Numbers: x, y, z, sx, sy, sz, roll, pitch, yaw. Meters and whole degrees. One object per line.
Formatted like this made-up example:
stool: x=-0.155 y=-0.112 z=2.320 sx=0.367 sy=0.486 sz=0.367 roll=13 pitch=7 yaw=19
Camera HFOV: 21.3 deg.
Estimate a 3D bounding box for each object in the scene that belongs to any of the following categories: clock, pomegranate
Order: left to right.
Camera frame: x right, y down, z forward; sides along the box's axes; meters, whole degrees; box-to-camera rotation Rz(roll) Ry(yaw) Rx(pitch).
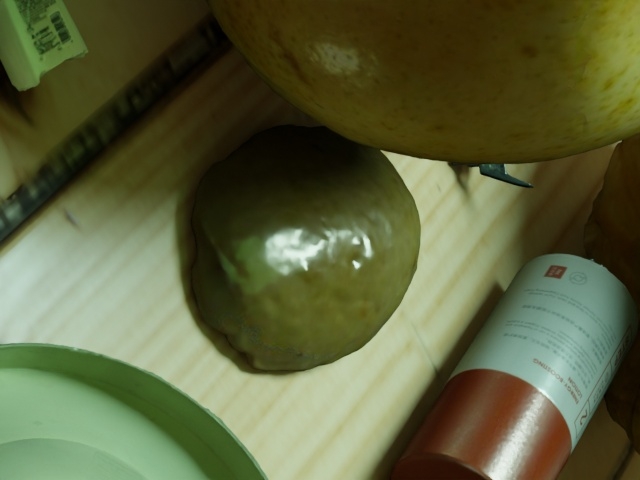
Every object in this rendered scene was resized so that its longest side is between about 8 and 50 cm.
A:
clock: x=-0.117 y=0.149 z=0.782 sx=0.235 sy=0.029 sz=0.235 roll=14 pitch=50 yaw=-17
pomegranate: x=0.089 y=-0.242 z=0.967 sx=0.416 sy=0.416 sz=0.416 roll=14 pitch=72 yaw=-48

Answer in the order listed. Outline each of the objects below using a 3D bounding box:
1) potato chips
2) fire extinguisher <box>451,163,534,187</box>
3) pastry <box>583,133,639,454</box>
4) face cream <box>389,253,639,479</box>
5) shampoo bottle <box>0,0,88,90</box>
potato chips: x=0.000 y=0.000 z=1.044 sx=0.201 sy=0.049 sz=0.150 roll=-10 pitch=85 yaw=-45
fire extinguisher: x=0.116 y=-0.122 z=1.203 sx=0.050 sy=0.062 sz=0.177 roll=46 pitch=38 yaw=-84
pastry: x=0.365 y=0.025 z=1.205 sx=0.245 sy=0.409 sz=0.409 roll=4 pitch=79 yaw=-28
face cream: x=0.132 y=0.108 z=1.142 sx=0.214 sy=0.096 sz=0.096 roll=-51 pitch=121 yaw=-42
shampoo bottle: x=-0.168 y=-0.149 z=0.881 sx=0.049 sy=0.034 sz=0.141 roll=-38 pitch=111 yaw=-40
